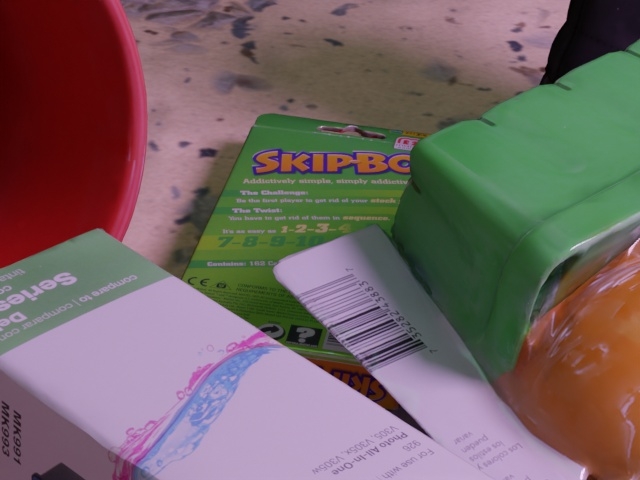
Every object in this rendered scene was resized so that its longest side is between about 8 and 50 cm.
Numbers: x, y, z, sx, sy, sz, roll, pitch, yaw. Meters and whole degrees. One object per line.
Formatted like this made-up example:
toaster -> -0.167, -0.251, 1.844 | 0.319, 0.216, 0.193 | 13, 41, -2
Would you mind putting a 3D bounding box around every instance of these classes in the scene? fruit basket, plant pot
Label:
fruit basket -> 0.205, 0.070, 0.711 | 0.327, 0.165, 0.353 | -27, 62, -32
plant pot -> -0.263, -0.067, 0.776 | 0.275, 0.275, 0.243 | -19, 27, -34

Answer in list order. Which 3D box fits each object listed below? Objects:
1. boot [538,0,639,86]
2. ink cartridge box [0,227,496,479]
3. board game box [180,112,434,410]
boot -> 0.289, -0.167, 0.954 | 0.377, 0.284, 0.138 | -12, 34, -25
ink cartridge box -> -0.046, 0.114, 0.567 | 0.212, 0.154, 0.093 | 28, 38, 35
board game box -> 0.000, 0.000, 0.884 | 0.124, 0.039, 0.259 | 8, 33, 6
